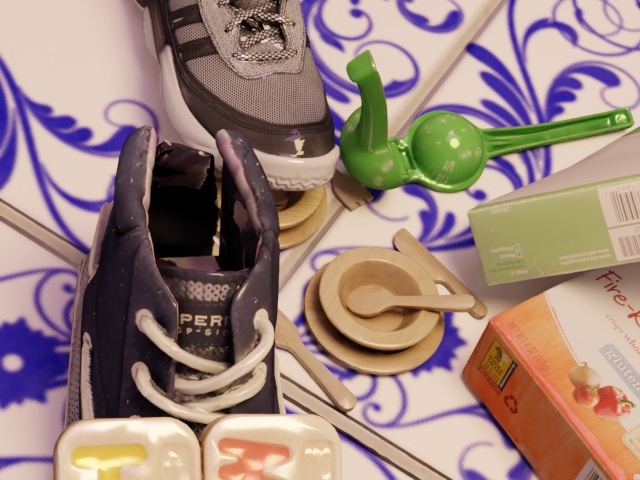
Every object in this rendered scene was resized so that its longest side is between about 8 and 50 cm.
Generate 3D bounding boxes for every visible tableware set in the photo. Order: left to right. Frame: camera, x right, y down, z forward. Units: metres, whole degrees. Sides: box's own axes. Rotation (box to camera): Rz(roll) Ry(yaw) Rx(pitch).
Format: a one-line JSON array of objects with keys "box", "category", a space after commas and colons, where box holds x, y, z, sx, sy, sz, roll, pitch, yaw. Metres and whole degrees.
[{"box": [0.000, 0.000, 1.076, 0.128, 0.039, 0.194, -32, 68, -32], "category": "tableware set"}]

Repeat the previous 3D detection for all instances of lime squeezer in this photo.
[{"box": [0.079, -0.074, 1.118, 0.310, 0.110, 0.059, 5, 46, -52], "category": "lime squeezer"}]

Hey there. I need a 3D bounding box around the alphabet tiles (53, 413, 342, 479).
[{"box": [-0.054, 0.224, 0.826, 0.278, 0.021, 0.284, 1, 81, -16], "category": "alphabet tiles"}]

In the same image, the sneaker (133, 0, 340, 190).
[{"box": [-0.048, -0.161, 1.091, 0.101, 0.153, 0.268, -4, 45, -25], "category": "sneaker"}]

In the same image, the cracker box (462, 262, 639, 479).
[{"box": [0.224, 0.078, 1.061, 0.232, 0.067, 0.156, -23, 63, -30], "category": "cracker box"}]

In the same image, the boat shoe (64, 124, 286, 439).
[{"box": [-0.074, 0.098, 0.907, 0.127, 0.158, 0.340, -1, 54, -16], "category": "boat shoe"}]

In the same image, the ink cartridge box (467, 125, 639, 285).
[{"box": [0.226, -0.041, 1.092, 0.235, 0.171, 0.056, -23, 98, -46], "category": "ink cartridge box"}]
